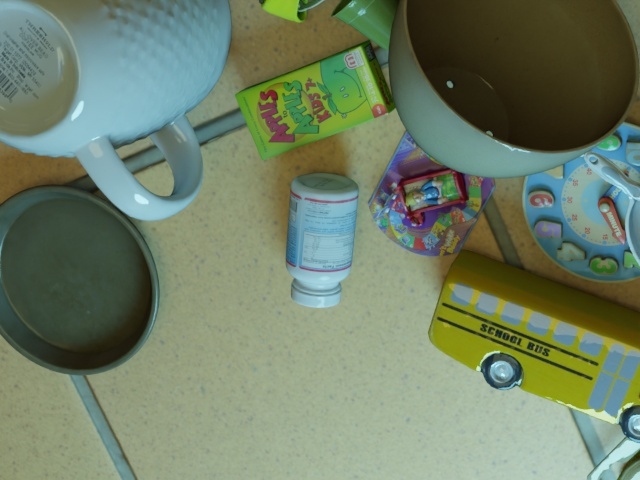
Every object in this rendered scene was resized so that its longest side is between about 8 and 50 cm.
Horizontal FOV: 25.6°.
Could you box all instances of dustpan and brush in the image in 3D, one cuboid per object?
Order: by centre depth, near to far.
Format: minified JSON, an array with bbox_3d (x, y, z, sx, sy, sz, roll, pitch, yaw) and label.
[{"bbox_3d":[0.391,-0.041,1.644,0.211,0.060,0.147,39,111,-2],"label":"dustpan and brush"}]

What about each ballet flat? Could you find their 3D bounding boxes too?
[{"bbox_3d":[0.001,-0.337,1.676,0.077,0.077,0.231,35,142,-6],"label":"ballet flat"}]

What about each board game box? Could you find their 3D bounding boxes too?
[{"bbox_3d":[0.137,-0.055,1.775,0.133,0.033,0.169,30,114,6],"label":"board game box"},{"bbox_3d":[-0.007,-0.175,1.775,0.181,0.043,0.092,-19,101,22],"label":"board game box"}]

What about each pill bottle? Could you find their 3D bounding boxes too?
[{"bbox_3d":[0.000,0.000,1.806,0.087,0.087,0.160,10,110,14],"label":"pill bottle"}]

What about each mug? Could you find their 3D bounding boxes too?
[{"bbox_3d":[-0.264,-0.196,1.692,0.276,0.328,0.374,-27,98,23],"label":"mug"}]

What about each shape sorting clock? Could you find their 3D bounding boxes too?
[{"bbox_3d":[0.346,-0.046,1.709,0.206,0.040,0.206,5,108,15],"label":"shape sorting clock"}]

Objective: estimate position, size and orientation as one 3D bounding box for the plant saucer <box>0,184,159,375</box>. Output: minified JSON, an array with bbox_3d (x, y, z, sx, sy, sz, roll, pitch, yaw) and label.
[{"bbox_3d":[-0.348,0.053,1.957,0.277,0.041,0.278,5,108,15],"label":"plant saucer"}]

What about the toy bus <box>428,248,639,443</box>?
[{"bbox_3d":[0.305,0.133,1.744,0.332,0.108,0.130,20,110,11],"label":"toy bus"}]

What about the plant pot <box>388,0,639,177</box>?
[{"bbox_3d":[0.192,-0.182,1.614,0.284,0.284,0.191,40,149,2],"label":"plant pot"}]

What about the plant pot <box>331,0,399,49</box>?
[{"bbox_3d":[0.069,-0.275,1.707,0.079,0.083,0.083,43,115,-14],"label":"plant pot"}]

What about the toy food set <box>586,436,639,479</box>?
[{"bbox_3d":[0.448,0.316,1.802,0.192,0.038,0.132,37,121,-3],"label":"toy food set"}]
